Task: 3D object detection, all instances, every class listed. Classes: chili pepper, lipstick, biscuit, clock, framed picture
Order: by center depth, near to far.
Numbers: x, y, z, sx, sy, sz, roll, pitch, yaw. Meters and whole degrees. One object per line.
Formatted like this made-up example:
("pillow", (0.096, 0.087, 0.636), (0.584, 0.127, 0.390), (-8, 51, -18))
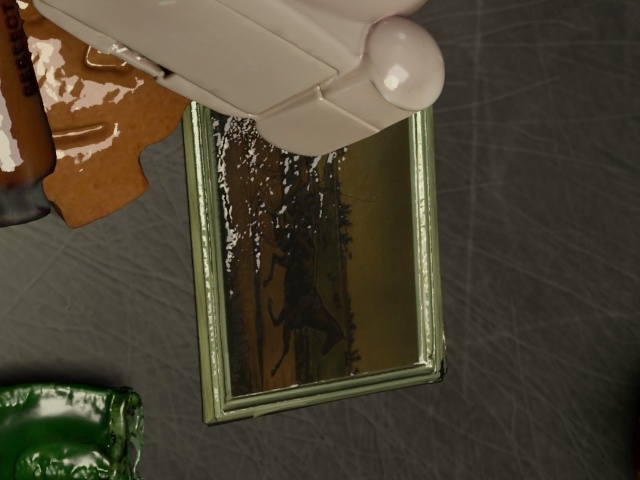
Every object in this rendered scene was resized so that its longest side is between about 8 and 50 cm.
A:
("lipstick", (-0.233, -0.212, 1.112), (0.077, 0.077, 0.418), (-17, 103, -19))
("clock", (-0.041, -0.258, 1.136), (0.342, 0.184, 0.325), (30, 64, -34))
("biscuit", (-0.202, -0.151, 1.194), (0.284, 0.043, 0.306), (-29, 109, -11))
("chili pepper", (-0.212, 0.135, 1.249), (0.216, 0.062, 0.108), (15, 89, -25))
("framed picture", (0.000, 0.000, 1.335), (0.197, 0.014, 0.252), (-9, 105, -22))

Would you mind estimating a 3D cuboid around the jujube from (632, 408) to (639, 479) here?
("jujube", (0.352, 0.188, 1.418), (0.213, 0.213, 0.232), (-41, 114, -10))
